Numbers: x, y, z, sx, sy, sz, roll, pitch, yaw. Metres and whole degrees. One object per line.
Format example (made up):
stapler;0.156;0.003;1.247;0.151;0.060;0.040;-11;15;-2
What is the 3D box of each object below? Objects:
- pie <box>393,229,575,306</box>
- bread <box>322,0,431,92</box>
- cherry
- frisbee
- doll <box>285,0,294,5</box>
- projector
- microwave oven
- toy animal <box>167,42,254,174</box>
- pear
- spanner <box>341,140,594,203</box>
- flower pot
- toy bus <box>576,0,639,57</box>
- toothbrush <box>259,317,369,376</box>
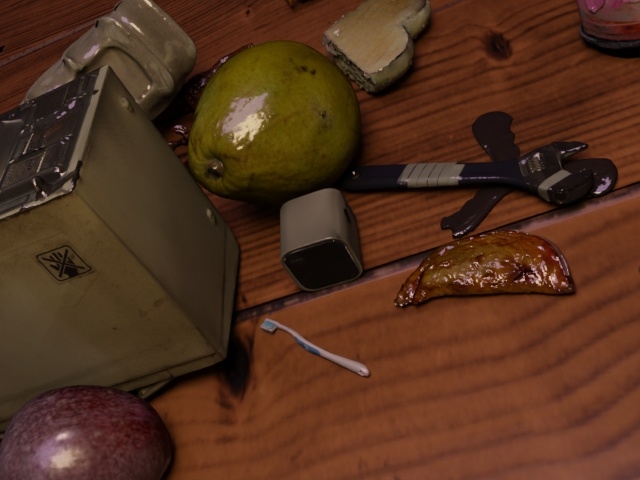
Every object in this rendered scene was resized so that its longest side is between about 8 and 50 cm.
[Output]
pie;0.171;0.025;0.743;0.191;0.033;0.088;-8;45;23
bread;0.079;-0.302;1.054;0.173;0.064;0.232;-3;50;27
cherry;-0.249;0.228;0.719;0.176;0.140;0.176;-13;34;9
frisbee;0.218;-0.068;0.809;0.187;0.012;0.211;-44;45;-11
doll;-0.016;-0.485;1.267;0.127;0.073;0.084;-35;12;1
projector;0.000;0.000;0.820;0.083;0.083;0.082;-17;46;15
microwave oven;-0.337;0.031;0.812;0.395;0.333;0.247;-19;41;14
toy animal;-0.179;-0.209;1.120;0.260;0.087;0.243;-40;30;-2
pear;-0.056;-0.145;0.888;0.213;0.212;0.269;6;29;33
spanner;0.165;-0.083;0.832;0.316;0.024;0.087;2;53;33
flower pot;-0.364;-0.220;1.112;0.367;0.164;0.254;-47;20;-4
toy bus;0.443;-0.377;0.867;0.303;0.147;0.128;-44;40;-13
toothbrush;-0.008;0.118;0.773;0.162;0.014;0.017;17;48;38
